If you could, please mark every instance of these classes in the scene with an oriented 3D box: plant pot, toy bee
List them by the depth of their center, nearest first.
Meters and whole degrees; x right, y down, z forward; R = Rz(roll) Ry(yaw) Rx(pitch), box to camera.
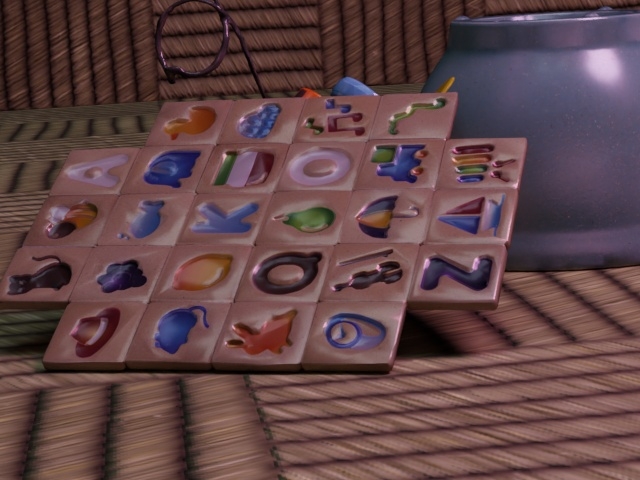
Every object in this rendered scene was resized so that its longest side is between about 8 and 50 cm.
[{"bbox_3d":[0.024,-0.074,1.327,0.195,0.298,0.162,-31,-15,2],"label":"toy bee"},{"bbox_3d":[0.200,-0.096,1.415,0.293,0.196,0.293,-3,10,1],"label":"plant pot"}]

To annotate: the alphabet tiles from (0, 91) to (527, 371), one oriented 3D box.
[{"bbox_3d":[-0.038,-0.012,1.135,0.343,0.011,0.285,-1,40,15],"label":"alphabet tiles"}]
